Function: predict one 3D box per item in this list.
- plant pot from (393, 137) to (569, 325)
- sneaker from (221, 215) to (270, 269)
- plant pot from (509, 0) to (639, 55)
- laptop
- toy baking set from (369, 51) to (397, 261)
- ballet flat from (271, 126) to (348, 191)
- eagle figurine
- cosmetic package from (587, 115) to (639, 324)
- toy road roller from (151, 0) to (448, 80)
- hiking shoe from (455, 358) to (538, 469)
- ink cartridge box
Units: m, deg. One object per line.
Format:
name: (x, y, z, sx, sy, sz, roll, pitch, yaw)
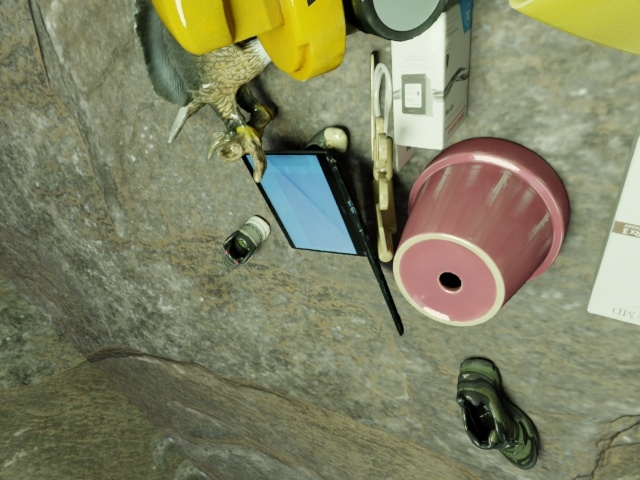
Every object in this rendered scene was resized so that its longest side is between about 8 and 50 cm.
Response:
plant pot: (0.184, -0.001, 0.603, 0.201, 0.180, 0.202, 20, 131, 24)
sneaker: (-0.164, 0.017, 0.959, 0.063, 0.075, 0.170, 47, 137, -2)
plant pot: (0.280, -0.229, 0.298, 0.187, 0.213, 0.212, 20, 170, -26)
laptop: (0.000, 0.000, 0.729, 0.136, 0.265, 0.234, -22, 134, 4)
toy baking set: (0.082, -0.103, 0.614, 0.030, 0.257, 0.197, -2, 147, 4)
ballet flat: (-0.017, -0.118, 0.762, 0.057, 0.049, 0.173, 51, 137, -6)
eagle figurine: (-0.134, -0.263, 0.644, 0.226, 0.225, 0.299, 29, 151, 45)
cosmetic package: (0.374, -0.014, 0.519, 0.117, 0.085, 0.231, 14, 128, 28)
toy road roller: (-0.047, -0.297, 0.403, 0.202, 0.240, 0.330, 51, 162, 49)
hiking shoe: (0.284, 0.314, 0.816, 0.086, 0.114, 0.227, -23, 106, 46)
ink cartridge box: (0.130, -0.177, 0.565, 0.060, 0.104, 0.180, 12, 129, 27)
